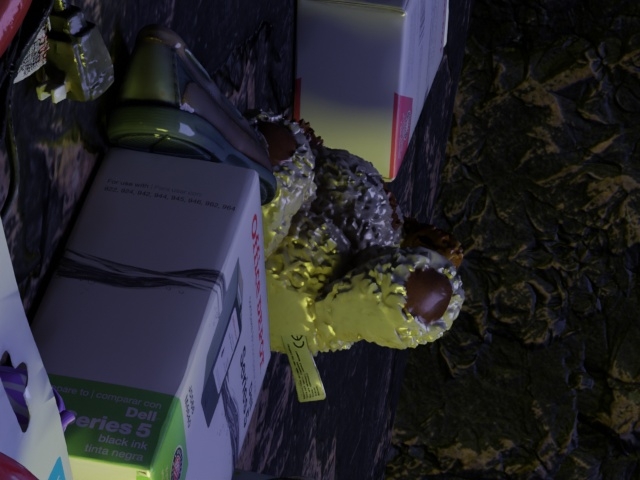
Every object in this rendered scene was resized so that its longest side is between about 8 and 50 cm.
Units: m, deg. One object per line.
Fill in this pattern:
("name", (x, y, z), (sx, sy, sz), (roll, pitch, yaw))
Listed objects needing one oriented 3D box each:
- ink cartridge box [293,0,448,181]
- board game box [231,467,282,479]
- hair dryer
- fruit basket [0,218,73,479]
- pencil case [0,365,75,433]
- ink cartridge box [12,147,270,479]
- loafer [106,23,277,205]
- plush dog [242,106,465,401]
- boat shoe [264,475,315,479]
("ink cartridge box", (0.059, -0.225, 2.055), (0.283, 0.117, 0.207), (-67, 163, -54))
("board game box", (-0.090, 0.375, 1.779), (0.303, 0.097, 0.224), (-57, 155, -69))
("hair dryer", (-0.145, -0.156, 1.017), (0.223, 0.080, 0.293), (-66, 162, -56))
("fruit basket", (-0.174, 0.185, 0.823), (0.327, 0.165, 0.353), (87, 23, -51))
("pencil case", (-0.178, 0.167, 1.086), (0.086, 0.088, 0.206), (-64, 161, -54))
("ink cartridge box", (-0.120, 0.102, 1.286), (0.198, 0.115, 0.273), (89, 14, -46))
("loafer", (-0.086, -0.085, 1.413), (0.267, 0.096, 0.084), (46, 47, -76))
("plush dog", (0.000, 0.000, 1.723), (0.210, 0.262, 0.225), (-48, -179, 35))
("boat shoe", (-0.110, 0.272, 1.156), (0.095, 0.112, 0.335), (10, 126, -47))
